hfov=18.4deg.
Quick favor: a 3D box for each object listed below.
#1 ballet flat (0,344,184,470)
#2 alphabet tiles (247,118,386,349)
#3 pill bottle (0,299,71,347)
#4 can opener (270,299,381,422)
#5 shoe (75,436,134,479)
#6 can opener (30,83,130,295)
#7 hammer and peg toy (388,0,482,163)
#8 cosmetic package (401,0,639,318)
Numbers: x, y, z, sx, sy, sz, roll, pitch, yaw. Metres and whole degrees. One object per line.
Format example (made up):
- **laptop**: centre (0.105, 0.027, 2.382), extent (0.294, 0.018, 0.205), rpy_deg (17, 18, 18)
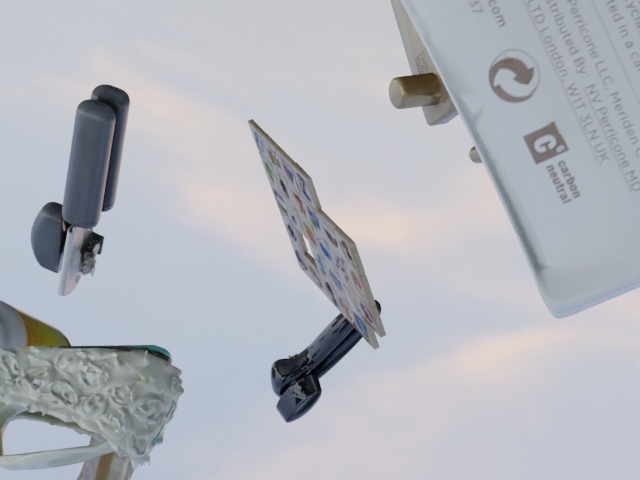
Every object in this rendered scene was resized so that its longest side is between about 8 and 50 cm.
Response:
- **ballet flat**: centre (-0.338, 0.161, 1.985), extent (0.409, 0.147, 0.147), rpy_deg (2, -168, 19)
- **alphabet tiles**: centre (0.000, 0.000, 2.026), extent (0.009, 0.198, 0.237), rpy_deg (-27, -146, -12)
- **pill bottle**: centre (-0.398, 0.139, 2.455), extent (0.117, 0.117, 0.215), rpy_deg (22, 173, 21)
- **can opener**: centre (0.008, 0.128, 2.234), extent (0.059, 0.186, 0.073), rpy_deg (-6, -127, -54)
- **shoe**: centre (-0.225, 0.263, 2.053), extent (0.058, 0.219, 0.076), rpy_deg (14, -170, -27)
- **can opener**: centre (-0.275, -0.053, 2.225), extent (0.093, 0.280, 0.074), rpy_deg (24, -141, 6)
- **hammer and peg toy**: centre (0.158, -0.230, 2.168), extent (0.127, 0.361, 0.266), rpy_deg (-10, 168, -27)
- **cosmetic package**: centre (0.280, -0.179, 1.538), extent (0.327, 0.329, 0.393), rpy_deg (-25, -177, 17)
